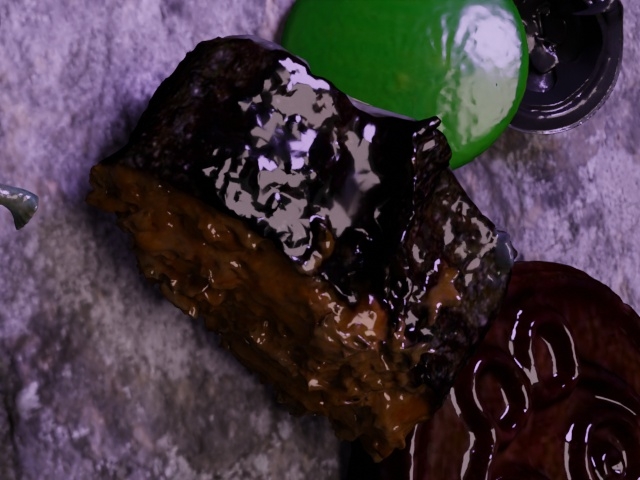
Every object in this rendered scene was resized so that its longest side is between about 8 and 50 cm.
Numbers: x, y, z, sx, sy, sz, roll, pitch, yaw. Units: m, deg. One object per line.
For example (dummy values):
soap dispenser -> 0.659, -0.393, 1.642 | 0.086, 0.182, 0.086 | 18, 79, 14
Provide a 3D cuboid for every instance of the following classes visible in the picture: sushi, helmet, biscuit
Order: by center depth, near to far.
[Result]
sushi -> 0.000, 0.000, 1.484 | 0.348, 0.234, 0.208 | 41, 61, -23
biscuit -> 0.197, 0.219, 1.709 | 0.407, 0.091, 0.408 | 5, 82, -38
helmet -> 0.181, -0.187, 1.724 | 0.153, 0.107, 0.177 | -45, 133, -3

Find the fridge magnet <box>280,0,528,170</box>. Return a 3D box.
fridge magnet -> 0.069, -0.149, 1.599 | 0.088, 0.208, 0.208 | 66, 24, -76

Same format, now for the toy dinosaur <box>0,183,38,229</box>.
toy dinosaur -> -0.281, -0.012, 1.347 | 0.147, 0.076, 0.363 | 35, 68, -24
